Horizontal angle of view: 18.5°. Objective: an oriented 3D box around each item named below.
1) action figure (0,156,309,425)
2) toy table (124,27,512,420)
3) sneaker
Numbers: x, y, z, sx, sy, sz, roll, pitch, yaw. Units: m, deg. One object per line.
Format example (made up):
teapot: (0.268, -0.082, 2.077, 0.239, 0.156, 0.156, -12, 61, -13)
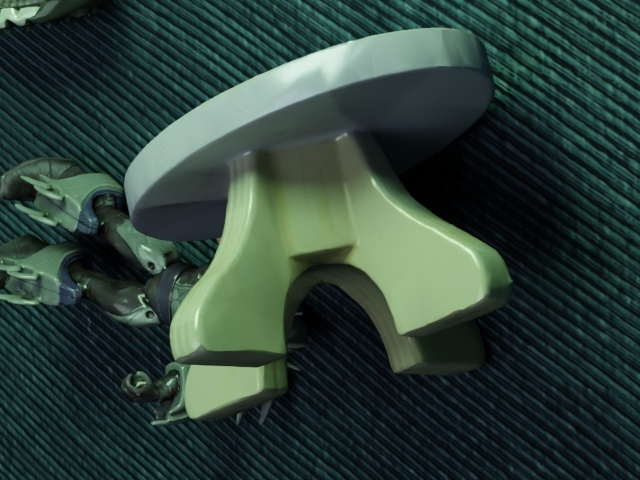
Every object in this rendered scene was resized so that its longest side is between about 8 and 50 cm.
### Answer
action figure: (-0.120, 0.033, 1.409, 0.285, 0.099, 0.185, 21, 107, 33)
toy table: (0.000, 0.000, 1.199, 0.274, 0.252, 0.161, -33, 64, 50)
sneaker: (-0.253, -0.214, 1.472, 0.234, 0.078, 0.106, 12, 113, 43)
